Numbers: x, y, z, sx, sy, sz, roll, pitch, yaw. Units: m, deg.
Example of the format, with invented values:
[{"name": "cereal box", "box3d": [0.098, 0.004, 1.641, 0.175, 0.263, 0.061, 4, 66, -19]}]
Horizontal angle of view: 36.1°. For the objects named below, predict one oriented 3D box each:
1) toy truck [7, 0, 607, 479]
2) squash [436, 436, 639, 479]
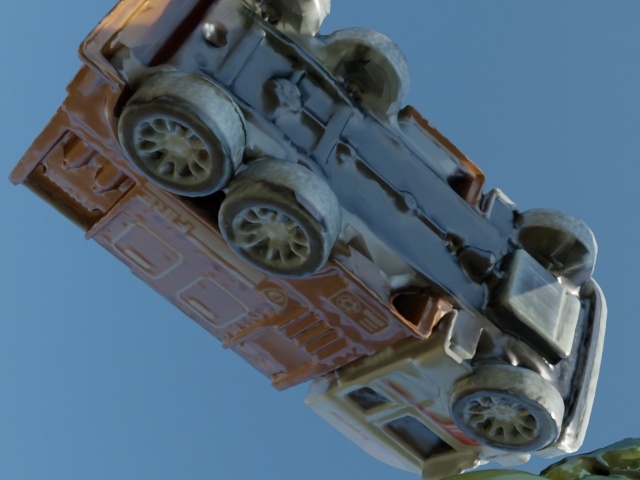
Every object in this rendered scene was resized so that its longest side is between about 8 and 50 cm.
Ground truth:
[{"name": "toy truck", "box3d": [0.000, 0.000, 0.656, 0.387, 0.173, 0.207, 41, -43, -15]}, {"name": "squash", "box3d": [0.009, 0.134, 0.300, 0.287, 0.137, 0.137, -36, -110, -5]}]
